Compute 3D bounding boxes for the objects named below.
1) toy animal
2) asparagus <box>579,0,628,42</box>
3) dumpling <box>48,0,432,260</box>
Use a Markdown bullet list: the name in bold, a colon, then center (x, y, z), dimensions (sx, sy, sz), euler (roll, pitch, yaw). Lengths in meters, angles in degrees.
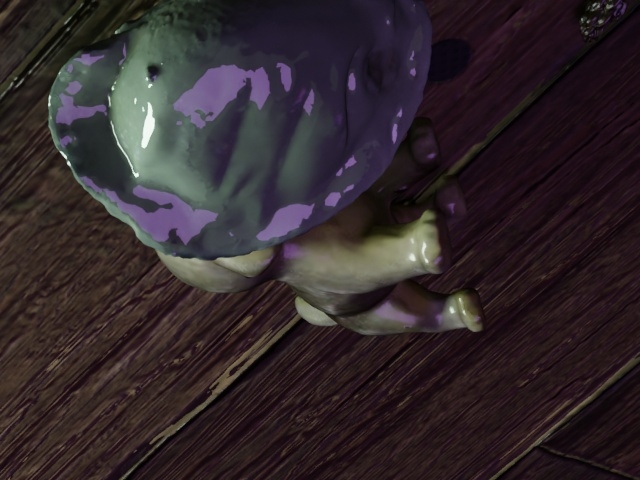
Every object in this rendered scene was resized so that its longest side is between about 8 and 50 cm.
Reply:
- **toy animal**: center (0.008, -0.007, 1.201), dimensions (0.168, 0.121, 0.233), euler (-18, 154, 22)
- **asparagus**: center (0.225, -0.208, 1.134), dimensions (0.025, 0.024, 0.248), euler (16, 130, -29)
- **dumpling**: center (-0.043, -0.083, 1.083), dimensions (0.219, 0.108, 0.153), euler (-11, 133, -10)
